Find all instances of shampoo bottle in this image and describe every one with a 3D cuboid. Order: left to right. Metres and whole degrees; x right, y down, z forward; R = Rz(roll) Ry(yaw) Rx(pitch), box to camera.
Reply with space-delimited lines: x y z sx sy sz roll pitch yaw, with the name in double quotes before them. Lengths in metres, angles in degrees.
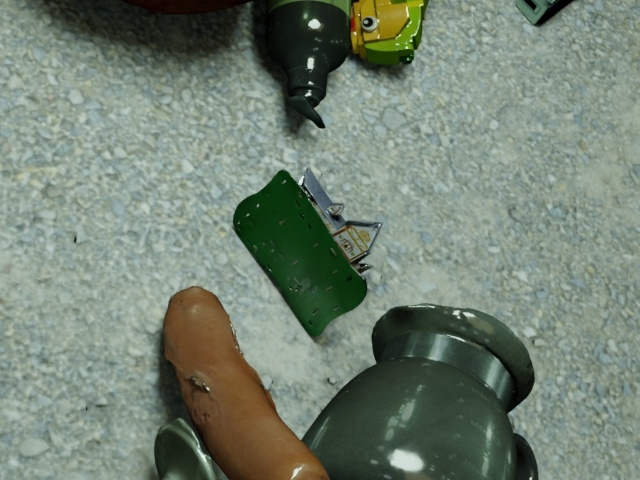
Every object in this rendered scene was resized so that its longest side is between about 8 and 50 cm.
"shampoo bottle" -0.013 -0.270 1.456 0.101 0.101 0.284 11 64 -20

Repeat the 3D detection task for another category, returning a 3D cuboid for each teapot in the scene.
"teapot" 0.139 0.207 1.251 0.305 0.223 0.285 30 52 -6

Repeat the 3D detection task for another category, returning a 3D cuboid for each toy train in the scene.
"toy train" 0.360 -0.376 1.706 0.048 0.055 0.252 45 56 10

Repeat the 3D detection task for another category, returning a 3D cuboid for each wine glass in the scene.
"wine glass" -0.206 0.257 1.111 0.232 0.156 0.156 -21 78 -34

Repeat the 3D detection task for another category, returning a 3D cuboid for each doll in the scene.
"doll" 0.096 -0.301 1.512 0.134 0.106 0.186 21 76 11

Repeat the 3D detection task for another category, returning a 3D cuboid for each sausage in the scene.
"sausage" -0.083 0.154 1.176 0.079 0.087 0.327 24 17 -37

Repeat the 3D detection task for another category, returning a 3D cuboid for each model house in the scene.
"model house" 0.000 0.000 1.348 0.167 0.117 0.088 53 41 6

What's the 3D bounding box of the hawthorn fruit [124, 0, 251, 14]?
"hawthorn fruit" -0.162 -0.384 1.341 0.324 0.308 0.308 -7 68 4
